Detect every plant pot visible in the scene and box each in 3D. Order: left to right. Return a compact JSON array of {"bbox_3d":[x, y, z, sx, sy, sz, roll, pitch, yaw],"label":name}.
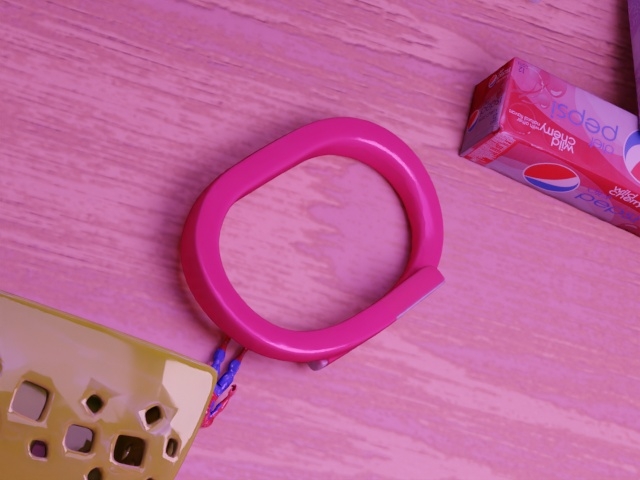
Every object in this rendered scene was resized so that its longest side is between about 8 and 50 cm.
[{"bbox_3d":[-0.242,0.177,1.437,0.228,0.227,0.207,22,71,-18],"label":"plant pot"}]

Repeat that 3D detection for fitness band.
[{"bbox_3d":[0.000,0.000,1.702,0.291,0.054,0.209,-32,84,-35],"label":"fitness band"}]

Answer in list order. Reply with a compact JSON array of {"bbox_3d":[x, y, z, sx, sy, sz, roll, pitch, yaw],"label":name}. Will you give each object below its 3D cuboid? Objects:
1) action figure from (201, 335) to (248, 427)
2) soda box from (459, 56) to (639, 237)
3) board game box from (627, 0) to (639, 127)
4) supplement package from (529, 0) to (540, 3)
[{"bbox_3d":[-0.096,0.131,1.632,0.038,0.030,0.115,37,63,-16],"label":"action figure"},{"bbox_3d":[0.282,-0.089,1.857,0.263,0.083,0.092,23,65,-18],"label":"soda box"},{"bbox_3d":[0.484,-0.196,1.952,0.318,0.066,0.318,20,49,-20],"label":"board game box"},{"bbox_3d":[0.231,-0.436,1.894,0.175,0.177,0.293,24,65,-17],"label":"supplement package"}]
